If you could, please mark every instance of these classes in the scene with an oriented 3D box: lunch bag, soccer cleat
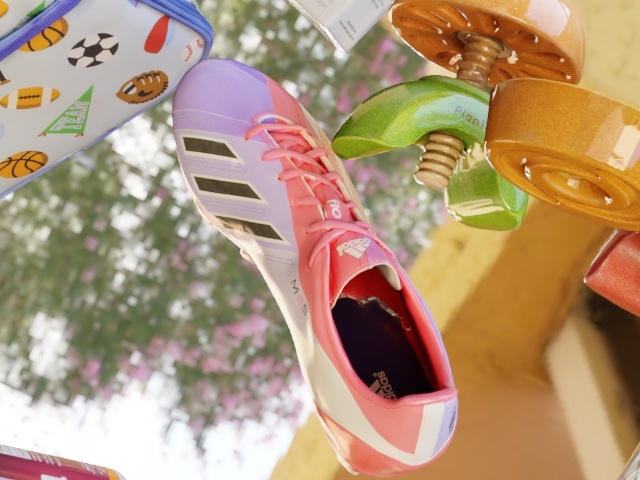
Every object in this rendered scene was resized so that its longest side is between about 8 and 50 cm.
[{"bbox_3d":[-0.245,-0.125,1.201,0.303,0.243,0.115,-32,-113,18],"label":"lunch bag"},{"bbox_3d":[0.000,0.000,0.862,0.248,0.083,0.095,65,-24,21],"label":"soccer cleat"}]

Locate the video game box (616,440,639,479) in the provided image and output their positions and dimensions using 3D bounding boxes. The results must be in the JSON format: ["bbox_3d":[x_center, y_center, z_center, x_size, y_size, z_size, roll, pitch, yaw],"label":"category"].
[{"bbox_3d":[0.260,0.107,1.124,0.205,0.048,0.187,-55,174,-20],"label":"video game box"}]

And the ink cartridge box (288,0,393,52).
[{"bbox_3d":[0.033,-0.278,1.371,0.208,0.153,0.087,-46,166,2],"label":"ink cartridge box"}]

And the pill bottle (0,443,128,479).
[{"bbox_3d":[-0.204,0.176,1.123,0.086,0.152,0.086,-34,-133,48],"label":"pill bottle"}]

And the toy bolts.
[{"bbox_3d":[0.157,-0.071,0.839,0.218,0.228,0.158,-3,-119,66],"label":"toy bolts"}]
